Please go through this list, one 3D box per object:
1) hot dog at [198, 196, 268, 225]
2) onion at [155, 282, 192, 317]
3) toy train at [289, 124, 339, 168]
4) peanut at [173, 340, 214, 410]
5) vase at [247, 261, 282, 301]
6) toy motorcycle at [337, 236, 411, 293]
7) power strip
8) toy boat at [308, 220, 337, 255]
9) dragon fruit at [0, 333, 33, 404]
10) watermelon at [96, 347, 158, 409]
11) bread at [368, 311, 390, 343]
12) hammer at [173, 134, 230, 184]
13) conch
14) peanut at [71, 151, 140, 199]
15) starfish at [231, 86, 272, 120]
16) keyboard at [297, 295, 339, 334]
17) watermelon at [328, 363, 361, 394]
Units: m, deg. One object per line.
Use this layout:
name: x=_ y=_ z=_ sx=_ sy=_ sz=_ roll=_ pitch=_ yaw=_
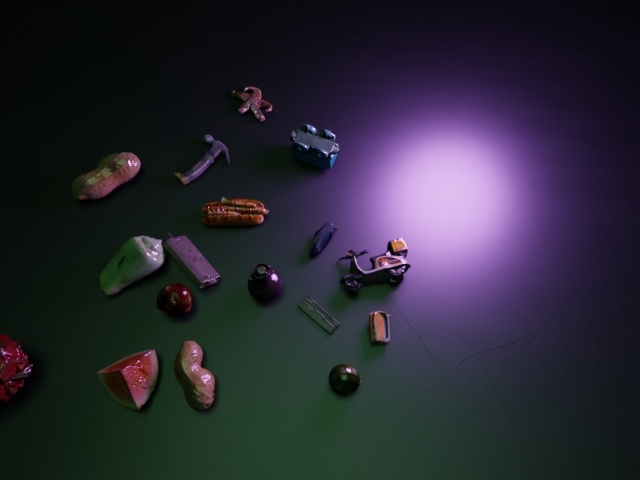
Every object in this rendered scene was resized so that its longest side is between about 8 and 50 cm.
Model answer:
hot dog: x=-0.315 y=-0.106 z=1.953 sx=0.250 sy=0.076 sz=0.104 roll=0 pitch=64 yaw=3
onion: x=-0.487 y=0.197 z=1.795 sx=0.117 sy=0.118 sz=0.119 roll=29 pitch=67 yaw=-11
toy train: x=-0.020 y=-0.351 z=2.017 sx=0.197 sy=0.154 sz=0.107 roll=19 pitch=70 yaw=11
peanut: x=-0.403 y=0.428 z=1.698 sx=0.103 sy=0.098 sz=0.230 roll=-4 pitch=57 yaw=-47
vase: x=-0.188 y=0.130 z=1.781 sx=0.120 sy=0.183 sz=0.120 roll=0 pitch=65 yaw=0
toy motorcycle: x=0.184 y=0.090 z=1.849 sx=0.262 sy=0.091 sz=0.157 roll=-13 pitch=58 yaw=-7
power strip: x=-0.461 y=0.060 z=1.878 sx=0.268 sy=0.034 sz=0.092 roll=45 pitch=37 yaw=19
toy boat: x=0.000 y=0.000 z=1.908 sx=0.060 sy=0.055 sz=0.141 roll=20 pitch=66 yaw=35
dragon fruit: x=-1.053 y=0.411 z=1.636 sx=0.298 sy=0.244 sz=0.244 roll=-30 pitch=68 yaw=-9
watermelon: x=-0.594 y=0.427 z=1.707 sx=0.193 sy=0.137 sz=0.145 roll=33 pitch=35 yaw=15
bread: x=0.193 y=0.289 z=1.776 sx=0.072 sy=0.053 sz=0.106 roll=8 pitch=66 yaw=-21
hammer: x=-0.457 y=-0.298 z=2.061 sx=0.158 sy=0.041 sz=0.226 roll=40 pitch=71 yaw=19
conch: x=-0.660 y=0.072 z=1.866 sx=0.250 sy=0.137 sz=0.144 roll=-29 pitch=94 yaw=8
peanut: x=-0.810 y=-0.245 z=2.004 sx=0.274 sy=0.111 sz=0.125 roll=-35 pitch=65 yaw=-14
starfish: x=-0.284 y=-0.562 z=2.186 sx=0.209 sy=0.053 sz=0.150 roll=30 pitch=57 yaw=18
keyboard: x=-0.007 y=0.253 z=1.816 sx=0.155 sy=0.010 sz=0.053 roll=40 pitch=73 yaw=17
watermelon: x=0.079 y=0.439 z=1.683 sx=0.108 sy=0.109 sz=0.109 roll=0 pitch=65 yaw=1
